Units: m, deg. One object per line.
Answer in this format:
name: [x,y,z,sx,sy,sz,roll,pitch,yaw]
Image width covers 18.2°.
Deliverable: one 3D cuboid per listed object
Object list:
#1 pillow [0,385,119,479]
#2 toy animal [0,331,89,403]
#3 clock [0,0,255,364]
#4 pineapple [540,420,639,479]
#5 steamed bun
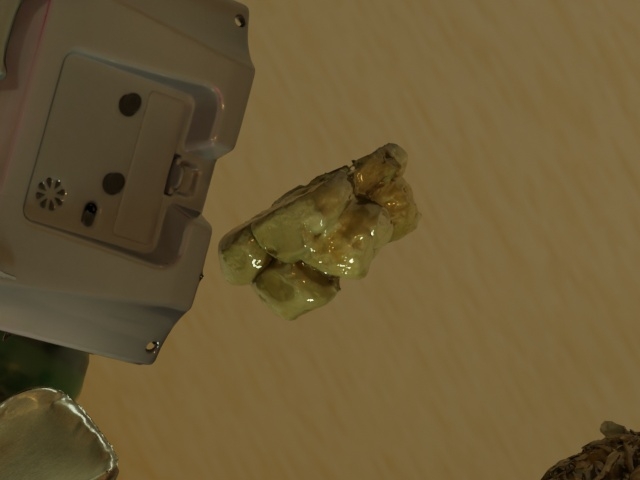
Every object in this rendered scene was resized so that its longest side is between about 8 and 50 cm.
pillow: [-0.277,0.196,1.548,0.232,0.130,0.038,-29,-145,-1]
toy animal: [-0.345,0.178,1.928,0.216,0.191,0.338,-1,-118,40]
clock: [-0.150,-0.060,1.201,0.186,0.253,0.083,17,175,-36]
pineapple: [0.307,0.317,1.681,0.352,0.300,0.352,-13,-166,3]
steamed bun: [0.000,0.000,1.885,0.192,0.106,0.177,-26,-175,30]
